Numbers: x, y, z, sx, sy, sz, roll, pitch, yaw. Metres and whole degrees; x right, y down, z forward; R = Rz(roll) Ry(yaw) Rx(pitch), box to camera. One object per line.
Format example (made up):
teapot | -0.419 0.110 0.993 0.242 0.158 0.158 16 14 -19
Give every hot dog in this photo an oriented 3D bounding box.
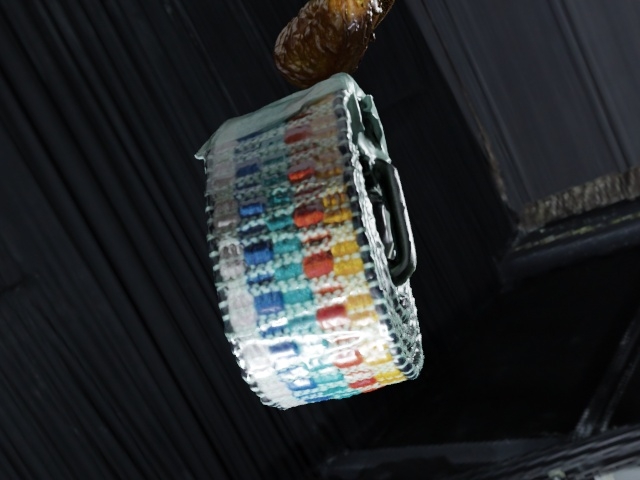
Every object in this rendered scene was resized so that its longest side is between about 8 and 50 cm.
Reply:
hot dog | 0.016 -0.183 0.609 0.147 0.065 0.099 -28 -150 53

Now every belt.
belt | 0.000 0.000 0.591 0.150 0.207 0.257 -14 -124 11
